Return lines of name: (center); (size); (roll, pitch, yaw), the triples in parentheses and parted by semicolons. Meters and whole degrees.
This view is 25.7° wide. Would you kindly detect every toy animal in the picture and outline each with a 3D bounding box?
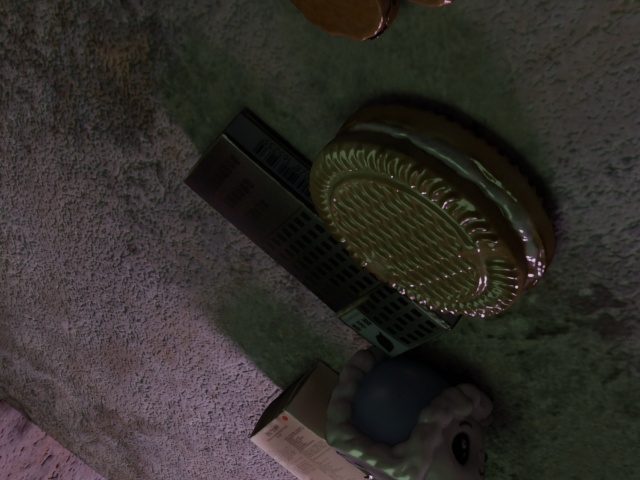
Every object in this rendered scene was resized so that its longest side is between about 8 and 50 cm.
toy animal: (0.112, 0.225, 1.683); (0.204, 0.156, 0.208); (21, 169, 27)

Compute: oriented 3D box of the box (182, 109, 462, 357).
box: (0.001, 0.000, 1.569); (0.325, 0.047, 0.180); (41, 156, -5)

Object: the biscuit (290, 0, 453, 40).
biscuit: (0.026, -0.267, 1.072); (0.216, 0.047, 0.339); (35, 158, 13)

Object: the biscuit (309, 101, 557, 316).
biscuit: (0.104, -0.024, 1.347); (0.259, 0.079, 0.259); (30, 155, 16)

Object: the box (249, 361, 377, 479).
box: (0.008, 0.276, 1.983); (0.168, 0.095, 0.212); (37, 155, -2)
